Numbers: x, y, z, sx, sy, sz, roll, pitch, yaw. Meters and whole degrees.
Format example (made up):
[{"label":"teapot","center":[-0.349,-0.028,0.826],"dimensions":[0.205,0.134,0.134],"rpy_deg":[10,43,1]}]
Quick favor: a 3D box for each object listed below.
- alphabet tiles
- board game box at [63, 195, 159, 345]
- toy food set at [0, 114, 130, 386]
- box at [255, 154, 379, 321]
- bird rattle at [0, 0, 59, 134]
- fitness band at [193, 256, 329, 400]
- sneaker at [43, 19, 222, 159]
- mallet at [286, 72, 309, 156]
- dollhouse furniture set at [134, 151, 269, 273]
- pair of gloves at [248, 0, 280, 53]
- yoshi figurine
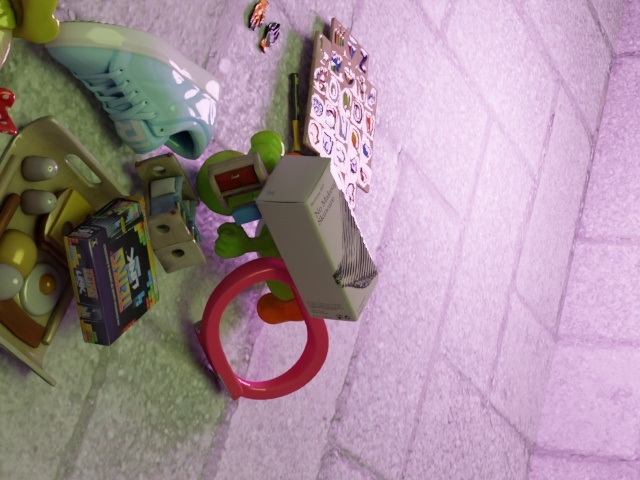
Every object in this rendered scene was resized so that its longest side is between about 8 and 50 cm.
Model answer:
[{"label":"alphabet tiles","center":[0.044,-0.245,2.238],"dimensions":[0.285,0.011,0.342],"rpy_deg":[33,59,-59]},{"label":"board game box","center":[-0.292,0.041,1.618],"dimensions":[0.141,0.048,0.170],"rpy_deg":[-50,140,-54]},{"label":"toy food set","center":[-0.374,0.015,1.567],"dimensions":[0.220,0.092,0.306],"rpy_deg":[52,50,-44]},{"label":"box","center":[0.000,0.000,1.824],"dimensions":[0.113,0.094,0.275],"rpy_deg":[-62,144,-35]},{"label":"bird rattle","center":[-0.457,-0.253,1.449],"dimensions":[0.207,0.143,0.253],"rpy_deg":[39,72,-37]},{"label":"fitness band","center":[-0.095,0.157,1.934],"dimensions":[0.209,0.054,0.291],"rpy_deg":[-31,130,-13]},{"label":"sneaker","center":[-0.266,-0.211,1.688],"dimensions":[0.366,0.135,0.150],"rpy_deg":[20,71,-54]},{"label":"mallet","center":[-0.050,-0.215,2.113],"dimensions":[0.062,0.039,0.189],"rpy_deg":[-13,98,-59]},{"label":"dollhouse furniture set","center":[-0.173,-0.059,1.735],"dimensions":[0.129,0.184,0.129],"rpy_deg":[67,10,-51]},{"label":"pair of gloves","center":[-0.099,-0.386,2.050],"dimensions":[0.083,0.010,0.074],"rpy_deg":[61,44,-39]},{"label":"yoshi figurine","center":[-0.105,-0.033,1.953],"dimensions":[0.203,0.203,0.362],"rpy_deg":[-28,133,-16]}]
